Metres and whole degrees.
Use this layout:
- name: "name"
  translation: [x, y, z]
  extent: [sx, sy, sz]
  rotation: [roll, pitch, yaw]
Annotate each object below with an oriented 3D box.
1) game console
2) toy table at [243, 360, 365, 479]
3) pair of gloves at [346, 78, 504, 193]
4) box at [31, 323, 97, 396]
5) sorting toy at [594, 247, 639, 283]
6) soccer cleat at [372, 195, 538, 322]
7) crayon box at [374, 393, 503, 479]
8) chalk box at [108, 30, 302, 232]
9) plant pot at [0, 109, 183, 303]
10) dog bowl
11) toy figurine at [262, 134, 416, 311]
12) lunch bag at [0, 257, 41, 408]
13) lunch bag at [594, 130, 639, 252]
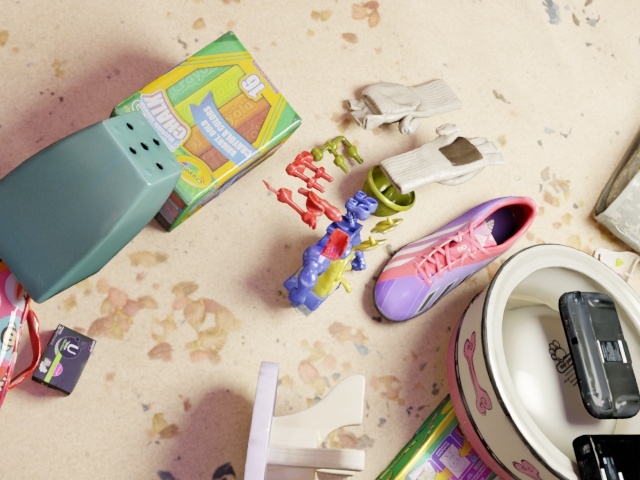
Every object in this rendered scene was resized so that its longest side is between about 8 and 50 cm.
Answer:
- name: "game console"
  translation: [0.442, 0.243, 1.546]
  extent: [0.213, 0.044, 0.361]
  rotation: [8, 61, -34]
- name: "toy table"
  translation: [-0.024, 0.318, 1.502]
  extent: [0.161, 0.252, 0.274]
  rotation: [6, 86, 0]
- name: "pair of gloves"
  translation: [0.168, -0.184, 1.724]
  extent: [0.204, 0.042, 0.240]
  rotation: [-11, 51, -20]
- name: "box"
  translation: [-0.368, 0.172, 1.504]
  extent: [0.062, 0.052, 0.083]
  rotation: [26, 69, -11]
- name: "sorting toy"
  translation: [0.508, 0.051, 1.836]
  extent: [0.075, 0.045, 0.083]
  rotation: [29, 69, -2]
- name: "soccer cleat"
  translation: [0.219, 0.020, 1.703]
  extent: [0.318, 0.116, 0.108]
  rotation: [-32, 89, -23]
- name: "crayon box"
  translation: [0.190, 0.385, 1.625]
  extent: [0.165, 0.081, 0.278]
  rotation: [46, 68, -4]
- name: "chalk box"
  translation: [-0.206, -0.142, 1.565]
  extent: [0.289, 0.179, 0.180]
  rotation: [-40, 91, -23]
- name: "plant pot"
  translation: [-0.315, -0.061, 1.428]
  extent: [0.165, 0.234, 0.165]
  rotation: [54, 24, -1]
- name: "dog bowl"
  translation: [0.371, 0.219, 1.636]
  extent: [0.408, 0.150, 0.408]
  rotation: [16, 57, -27]
- name: "toy figurine"
  translation: [0.000, 0.000, 1.633]
  extent: [0.191, 0.217, 0.362]
  rotation: [32, 25, 6]
- name: "lunch bag"
  translation: [-0.501, 0.113, 1.419]
  extent: [0.258, 0.120, 0.293]
  rotation: [24, 66, -27]
- name: "lunch bag"
  translation: [0.640, -0.077, 1.841]
  extent: [0.235, 0.169, 0.287]
  rotation: [37, 69, -5]
